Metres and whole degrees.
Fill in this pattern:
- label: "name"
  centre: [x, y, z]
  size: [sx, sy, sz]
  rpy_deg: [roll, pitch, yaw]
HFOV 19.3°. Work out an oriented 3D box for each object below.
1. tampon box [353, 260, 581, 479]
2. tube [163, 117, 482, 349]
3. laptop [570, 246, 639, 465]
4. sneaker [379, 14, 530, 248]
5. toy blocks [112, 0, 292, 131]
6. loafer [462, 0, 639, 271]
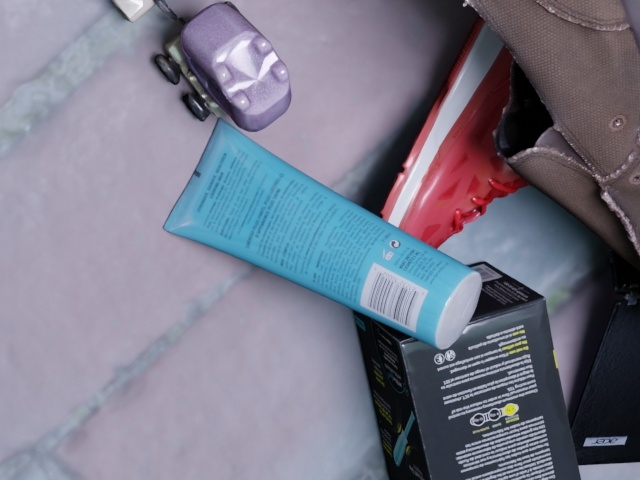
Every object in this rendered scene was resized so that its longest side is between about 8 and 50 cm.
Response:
- label: "tampon box"
  centre: [0.098, 0.113, 1.238]
  size: [0.101, 0.120, 0.161]
  rpy_deg: [-16, 106, -12]
- label: "tube"
  centre: [0.000, 0.000, 1.173]
  size: [0.207, 0.052, 0.080]
  rpy_deg: [28, 88, 23]
- label: "laptop"
  centre: [0.286, 0.015, 1.331]
  size: [0.234, 0.136, 0.264]
  rpy_deg: [-1, 76, -17]
- label: "sneaker"
  centre: [0.120, -0.041, 1.214]
  size: [0.128, 0.087, 0.221]
  rpy_deg: [26, 94, 1]
- label: "toy blocks"
  centre: [0.002, -0.245, 1.061]
  size: [0.309, 0.260, 0.288]
  rpy_deg: [-39, 110, -6]
- label: "loafer"
  centre: [0.168, -0.077, 1.115]
  size: [0.130, 0.134, 0.366]
  rpy_deg: [-13, 131, 15]
